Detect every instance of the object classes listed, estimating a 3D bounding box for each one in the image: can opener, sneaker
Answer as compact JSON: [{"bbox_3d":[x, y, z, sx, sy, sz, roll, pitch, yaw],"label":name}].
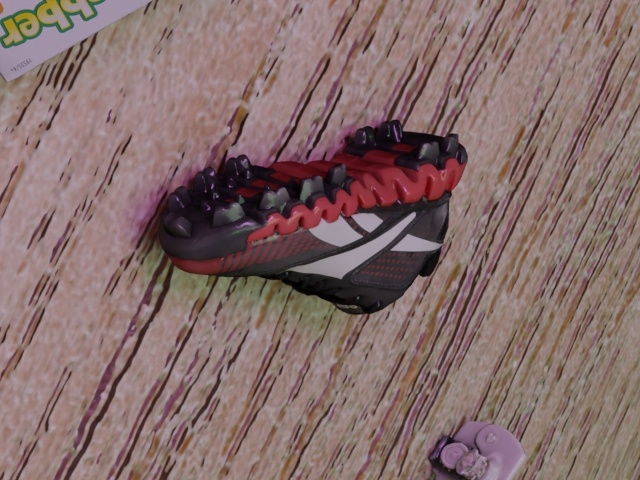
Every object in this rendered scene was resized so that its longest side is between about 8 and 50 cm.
[{"bbox_3d":[0.091,0.280,1.308,0.280,0.074,0.093,-51,137,-18],"label":"can opener"},{"bbox_3d":[0.000,0.000,1.068,0.276,0.098,0.135,-16,116,-44],"label":"sneaker"}]

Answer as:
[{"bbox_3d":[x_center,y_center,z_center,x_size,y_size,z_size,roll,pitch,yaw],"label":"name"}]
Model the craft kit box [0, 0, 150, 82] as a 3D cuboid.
[{"bbox_3d":[-0.117,-0.238,0.735,0.250,0.061,0.246,-30,132,2],"label":"craft kit box"}]
